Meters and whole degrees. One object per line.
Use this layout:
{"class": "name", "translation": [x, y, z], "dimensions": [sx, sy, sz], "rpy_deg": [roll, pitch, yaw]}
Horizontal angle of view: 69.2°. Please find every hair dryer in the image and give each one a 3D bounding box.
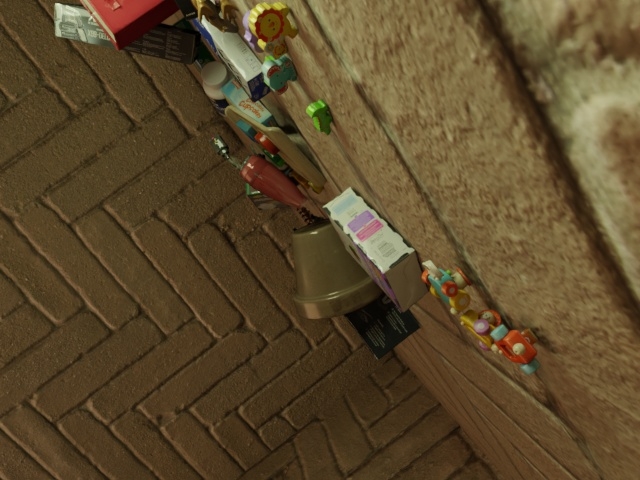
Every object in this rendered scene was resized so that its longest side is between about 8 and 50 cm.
{"class": "hair dryer", "translation": [-0.141, -0.192, 1.250], "dimensions": [0.293, 0.080, 0.224], "rpy_deg": [48, -156, 22]}

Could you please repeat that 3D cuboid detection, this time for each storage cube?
{"class": "storage cube", "translation": [-0.405, -0.540, 0.958], "dimensions": [0.183, 0.193, 0.215], "rpy_deg": [54, 172, -22]}

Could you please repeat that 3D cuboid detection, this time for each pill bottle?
{"class": "pill bottle", "translation": [-0.276, -0.427, 1.310], "dimensions": [0.094, 0.094, 0.169], "rpy_deg": [53, 177, 12]}

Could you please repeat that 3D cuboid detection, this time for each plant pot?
{"class": "plant pot", "translation": [0.022, 0.065, 1.297], "dimensions": [0.263, 0.263, 0.229], "rpy_deg": [-141, 31, -77]}

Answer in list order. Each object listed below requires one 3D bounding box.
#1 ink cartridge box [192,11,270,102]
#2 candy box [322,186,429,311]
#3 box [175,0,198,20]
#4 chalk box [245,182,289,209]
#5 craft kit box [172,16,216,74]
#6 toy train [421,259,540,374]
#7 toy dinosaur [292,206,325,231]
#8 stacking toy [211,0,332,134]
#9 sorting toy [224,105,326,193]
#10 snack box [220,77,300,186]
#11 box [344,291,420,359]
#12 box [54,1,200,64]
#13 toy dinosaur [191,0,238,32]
{"class": "ink cartridge box", "translation": [-0.179, -0.378, 0.907], "dimensions": [0.207, 0.046, 0.097], "rpy_deg": [53, 175, 5]}
{"class": "candy box", "translation": [0.105, 0.017, 0.874], "dimensions": [0.196, 0.070, 0.164], "rpy_deg": [50, 176, 37]}
{"class": "box", "translation": [-0.243, -0.455, 0.738], "dimensions": [0.162, 0.029, 0.116], "rpy_deg": [57, -160, -60]}
{"class": "chalk box", "translation": [-0.178, -0.203, 1.580], "dimensions": [0.213, 0.133, 0.131], "rpy_deg": [66, -162, -74]}
{"class": "craft kit box", "translation": [-0.393, -0.598, 1.535], "dimensions": [0.249, 0.061, 0.247], "rpy_deg": [55, 174, -26]}
{"class": "toy train", "translation": [0.194, 0.081, 0.557], "dimensions": [0.166, 0.046, 0.125], "rpy_deg": [49, 174, 17]}
{"class": "toy dinosaur", "translation": [0.000, 0.000, 1.602], "dimensions": [0.322, 0.164, 0.218], "rpy_deg": [32, -173, 17]}
{"class": "stacking toy", "translation": [-0.071, -0.255, 0.640], "dimensions": [0.167, 0.052, 0.221], "rpy_deg": [51, 177, 32]}
{"class": "sorting toy", "translation": [-0.088, -0.193, 1.129], "dimensions": [0.229, 0.041, 0.307], "rpy_deg": [34, 174, 45]}
{"class": "snack box", "translation": [-0.157, -0.294, 1.331], "dimensions": [0.187, 0.060, 0.322], "rpy_deg": [49, 175, 27]}
{"class": "box", "translation": [0.174, 0.229, 1.346], "dimensions": [0.156, 0.158, 0.093], "rpy_deg": [54, 176, -3]}
{"class": "box", "translation": [-0.471, -0.525, 1.181], "dimensions": [0.242, 0.308, 0.076], "rpy_deg": [-110, 31, -63]}
{"class": "toy dinosaur", "translation": [-0.193, -0.399, 0.740], "dimensions": [0.112, 0.064, 0.211], "rpy_deg": [53, 177, 30]}
